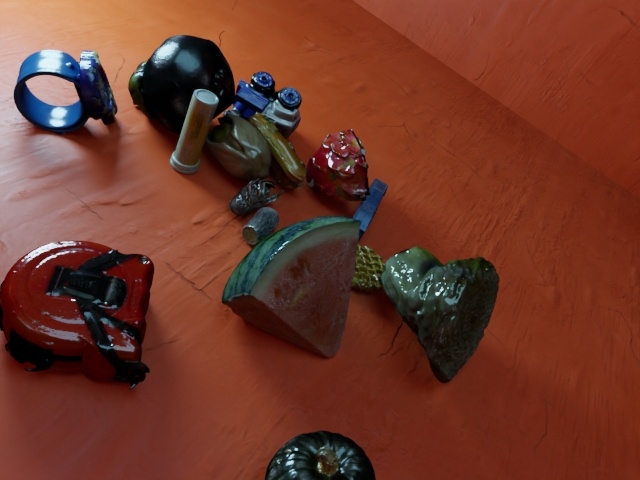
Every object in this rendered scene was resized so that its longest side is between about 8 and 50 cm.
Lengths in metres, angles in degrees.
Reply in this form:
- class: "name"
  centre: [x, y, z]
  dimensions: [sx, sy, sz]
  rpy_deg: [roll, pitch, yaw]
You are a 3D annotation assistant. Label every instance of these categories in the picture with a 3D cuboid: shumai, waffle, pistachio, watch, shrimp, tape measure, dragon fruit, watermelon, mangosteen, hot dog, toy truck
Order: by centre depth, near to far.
- class: "tape measure"
  centre: [-0.419, 0.118, 0.900]
  dimensions: [0.261, 0.114, 0.253]
  rpy_deg: [14, 42, -20]
- class: "watermelon"
  centre: [-0.037, 0.082, 1.079]
  dimensions: [0.293, 0.250, 0.283]
  rpy_deg: [37, 45, 11]
- class: "watch"
  centre: [-0.608, -0.350, 1.225]
  dimensions: [0.200, 0.196, 0.171]
  rpy_deg: [-9, 41, -12]
- class: "shumai"
  centre: [0.256, 0.152, 1.245]
  dimensions: [0.264, 0.303, 0.309]
  rpy_deg: [23, -6, 34]
- class: "waffle"
  centre: [0.086, 0.061, 1.333]
  dimensions: [0.191, 0.038, 0.191]
  rpy_deg: [16, 42, -15]
- class: "shrimp"
  centre: [-0.161, -0.120, 1.334]
  dimensions: [0.073, 0.075, 0.190]
  rpy_deg: [45, 42, 6]
- class: "mangosteen"
  centre: [-0.376, -0.408, 1.390]
  dimensions: [0.233, 0.288, 0.287]
  rpy_deg: [51, 34, -22]
- class: "pistachio"
  centre: [-0.221, -0.251, 1.393]
  dimensions: [0.138, 0.153, 0.238]
  rpy_deg: [-42, 70, -7]
- class: "hot dog"
  centre: [-0.126, -0.256, 1.449]
  dimensions: [0.072, 0.109, 0.269]
  rpy_deg: [-27, 78, -31]
- class: "dragon fruit"
  centre: [0.045, -0.212, 1.485]
  dimensions: [0.189, 0.163, 0.261]
  rpy_deg: [-30, 44, -3]
- class: "toy truck"
  centre: [-0.174, -0.387, 1.563]
  dimensions: [0.213, 0.161, 0.177]
  rpy_deg: [31, 60, -2]

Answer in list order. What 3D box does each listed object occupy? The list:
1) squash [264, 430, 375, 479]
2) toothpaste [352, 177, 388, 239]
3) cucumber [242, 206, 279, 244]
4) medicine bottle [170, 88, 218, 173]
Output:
- class: "squash"
  centre: [0.002, 0.406, 0.842]
  dimensions: [0.193, 0.156, 0.193]
  rpy_deg: [34, 16, -11]
- class: "toothpaste"
  centre: [0.134, -0.090, 1.497]
  dimensions: [0.053, 0.066, 0.272]
  rpy_deg: [32, 39, -1]
- class: "cucumber"
  centre: [-0.149, -0.034, 1.272]
  dimensions: [0.064, 0.064, 0.112]
  rpy_deg: [32, 42, 1]
- class: "medicine bottle"
  centre: [-0.314, -0.269, 1.281]
  dimensions: [0.074, 0.218, 0.073]
  rpy_deg: [18, 41, -17]
